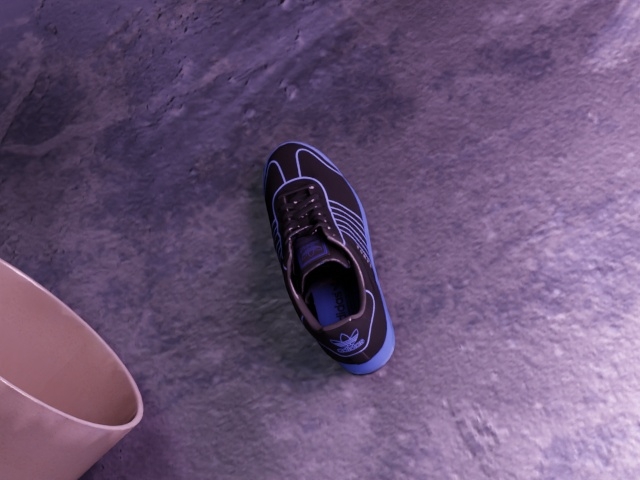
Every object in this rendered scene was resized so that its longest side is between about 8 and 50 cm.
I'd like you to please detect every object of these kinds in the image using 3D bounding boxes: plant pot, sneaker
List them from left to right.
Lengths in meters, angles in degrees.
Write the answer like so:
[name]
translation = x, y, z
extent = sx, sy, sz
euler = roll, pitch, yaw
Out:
[plant pot]
translation = -0.333, 0.174, 1.501
extent = 0.256, 0.256, 0.274
euler = 44, 101, 30
[sneaker]
translation = 0.000, 0.000, 1.530
extent = 0.081, 0.090, 0.232
euler = -27, 61, 6
